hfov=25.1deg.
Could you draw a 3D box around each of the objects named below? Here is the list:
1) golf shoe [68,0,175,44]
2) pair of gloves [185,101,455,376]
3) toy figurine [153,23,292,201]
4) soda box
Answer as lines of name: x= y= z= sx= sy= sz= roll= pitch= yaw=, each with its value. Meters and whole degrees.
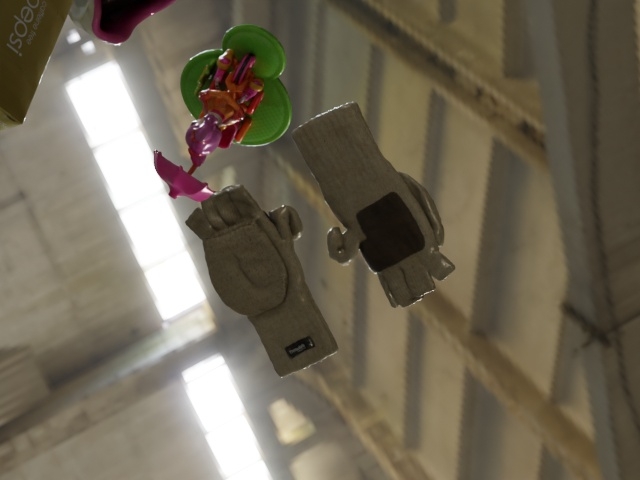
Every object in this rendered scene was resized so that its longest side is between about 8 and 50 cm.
golf shoe: x=-0.119 y=-0.297 z=1.335 sx=0.115 sy=0.306 sz=0.140 roll=38 pitch=18 yaw=-38
pair of gloves: x=0.000 y=0.000 z=1.400 sx=0.204 sy=0.240 sz=0.042 roll=54 pitch=25 yaw=-4
toy figurine: x=-0.109 y=-0.115 z=1.490 sx=0.130 sy=0.159 sz=0.173 roll=27 pitch=-42 yaw=-2
soda box: x=-0.215 y=-0.161 z=0.994 sx=0.061 sy=0.181 sz=0.058 roll=-12 pitch=-38 yaw=39
